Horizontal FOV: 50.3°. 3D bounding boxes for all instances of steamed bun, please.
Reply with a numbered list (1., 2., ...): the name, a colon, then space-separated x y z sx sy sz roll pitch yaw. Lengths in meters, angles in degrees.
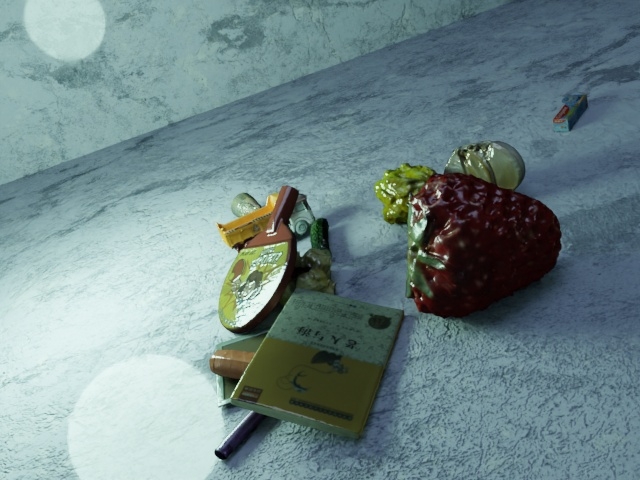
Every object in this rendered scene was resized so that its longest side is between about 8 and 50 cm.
1. steamed bun: -0.060 0.093 1.729 0.192 0.106 0.177 -14 27 10

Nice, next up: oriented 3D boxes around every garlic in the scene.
1. garlic: 0.456 -0.194 1.885 0.229 0.178 0.143 -15 10 37

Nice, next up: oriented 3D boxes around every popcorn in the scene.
1. popcorn: 0.245 -0.128 1.900 0.198 0.155 0.197 -19 18 6

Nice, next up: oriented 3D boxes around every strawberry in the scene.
1. strawberry: 0.358 0.013 1.480 0.345 0.317 0.295 1 -1 1

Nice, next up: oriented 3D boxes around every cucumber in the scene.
1. cucumber: 0.000 0.001 1.910 0.058 0.058 0.187 -14 28 6

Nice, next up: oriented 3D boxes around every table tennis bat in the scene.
1. table tennis bat: -0.142 0.045 1.732 0.268 0.051 0.414 -9 54 50

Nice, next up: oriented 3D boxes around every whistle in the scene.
1. whistle: -0.146 0.370 1.370 0.033 0.033 0.176 9 38 39

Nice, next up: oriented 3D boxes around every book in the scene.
1. book: 0.009 0.239 1.441 0.269 0.032 0.389 11 34 14

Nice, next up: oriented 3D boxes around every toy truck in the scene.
1. toy truck: -0.158 -0.052 1.990 0.270 0.135 0.114 -25 18 -14

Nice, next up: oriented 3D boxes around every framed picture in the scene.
1. framed picture: -0.095 0.262 1.545 0.296 0.019 0.232 -18 28 0

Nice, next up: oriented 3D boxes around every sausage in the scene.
1. sausage: -0.178 0.272 1.491 0.169 0.065 0.065 2 34 29

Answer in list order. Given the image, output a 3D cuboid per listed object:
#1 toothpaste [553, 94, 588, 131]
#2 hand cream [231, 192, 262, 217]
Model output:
1. toothpaste: 0.798 -0.412 2.201 0.070 0.044 0.193 6 36 38
2. hand cream: -0.198 -0.083 2.152 0.084 0.084 0.203 -32 39 -25
